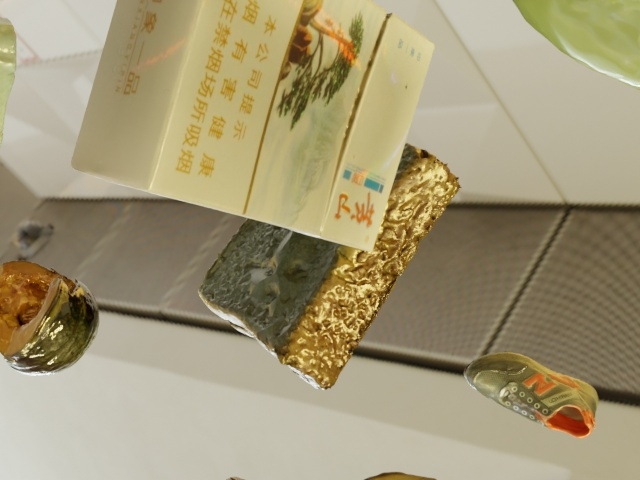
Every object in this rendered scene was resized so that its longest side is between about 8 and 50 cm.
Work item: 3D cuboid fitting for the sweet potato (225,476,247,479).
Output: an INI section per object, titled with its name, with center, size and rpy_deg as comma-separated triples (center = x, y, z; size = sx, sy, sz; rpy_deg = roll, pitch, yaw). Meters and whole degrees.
[sweet potato]
center = -0.130, 0.492, 1.393
size = 0.109, 0.109, 0.385
rpy_deg = 45, -59, 60

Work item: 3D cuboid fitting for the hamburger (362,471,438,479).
[hamburger]
center = 0.135, 0.541, 1.720
size = 0.276, 0.237, 0.276
rpy_deg = -9, -152, 5

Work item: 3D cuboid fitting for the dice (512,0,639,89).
[dice]
center = 0.223, -0.208, 0.451
size = 0.252, 0.250, 0.254
rpy_deg = -28, -139, -31

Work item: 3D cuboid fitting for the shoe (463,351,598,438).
[shoe]
center = 0.292, 0.213, 1.465
size = 0.077, 0.194, 0.074
rpy_deg = -79, -171, -61

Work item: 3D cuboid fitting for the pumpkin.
[pumpkin]
center = -0.306, 0.093, 1.200
size = 0.119, 0.107, 0.183
rpy_deg = -54, -148, -10

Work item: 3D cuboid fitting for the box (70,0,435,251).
[box]
center = -0.027, -0.084, 0.636
size = 0.067, 0.233, 0.150
rpy_deg = 20, -87, 33

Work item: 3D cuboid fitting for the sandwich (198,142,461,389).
[sandwich]
center = 0.000, 0.000, 1.298
size = 0.301, 0.099, 0.271
rpy_deg = -56, -144, -7

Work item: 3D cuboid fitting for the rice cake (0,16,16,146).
[rice cake]
center = -0.288, -0.089, 0.855
size = 0.063, 0.069, 0.206
rpy_deg = 48, -47, 37
